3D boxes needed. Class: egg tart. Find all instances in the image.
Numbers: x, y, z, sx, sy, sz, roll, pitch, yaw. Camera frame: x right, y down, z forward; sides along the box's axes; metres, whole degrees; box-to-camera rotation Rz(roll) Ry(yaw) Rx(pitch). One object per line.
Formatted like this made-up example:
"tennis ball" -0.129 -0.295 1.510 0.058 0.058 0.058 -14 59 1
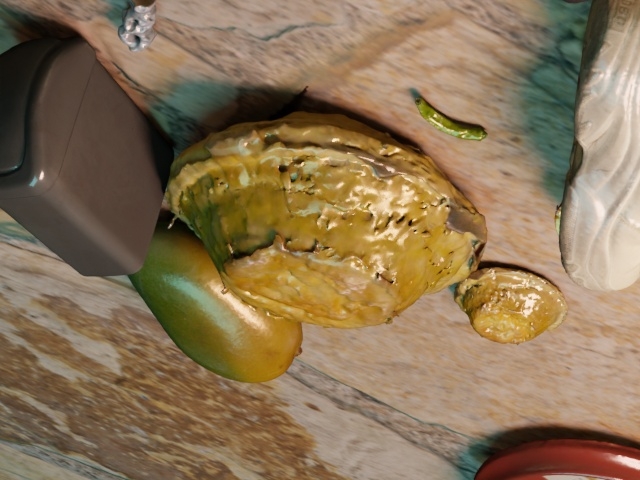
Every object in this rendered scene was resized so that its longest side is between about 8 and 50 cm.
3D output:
"egg tart" 0.204 0.075 1.981 0.129 0.049 0.129 11 148 7
"egg tart" 0.001 0.000 1.865 0.341 0.132 0.341 9 152 5

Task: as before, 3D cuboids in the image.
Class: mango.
"mango" -0.121 0.064 2.068 0.156 0.114 0.251 -3 133 48

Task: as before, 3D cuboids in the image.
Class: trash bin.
"trash bin" -0.249 -0.087 1.812 0.101 0.176 0.236 -5 148 28

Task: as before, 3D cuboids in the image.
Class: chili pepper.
"chili pepper" 0.121 -0.115 1.740 0.083 0.017 0.030 23 148 -17

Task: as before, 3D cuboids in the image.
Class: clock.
"clock" 0.349 0.337 2.315 0.318 0.080 0.318 11 145 8

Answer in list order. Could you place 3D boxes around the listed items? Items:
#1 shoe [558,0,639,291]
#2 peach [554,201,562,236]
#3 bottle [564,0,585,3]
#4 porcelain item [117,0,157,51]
"shoe" 0.322 -0.066 1.593 0.211 0.132 0.342 10 139 10
"peach" 0.278 -0.020 1.777 0.098 0.061 0.098 6 116 11
"bottle" 0.125 -0.269 1.427 0.244 0.072 0.082 29 165 -22
"porcelain item" -0.171 -0.206 1.719 0.036 0.028 0.083 15 151 -2
